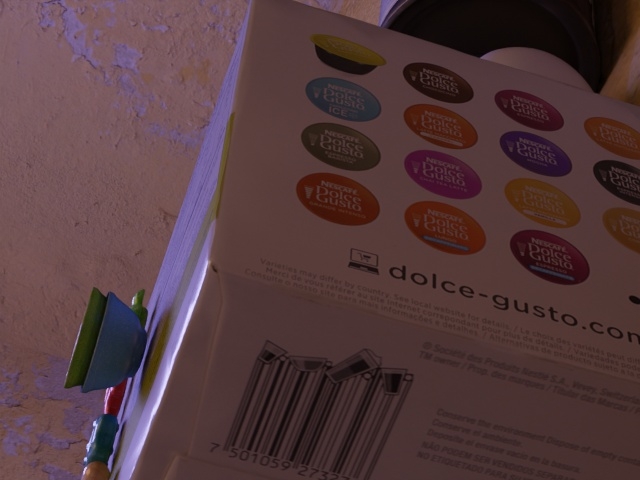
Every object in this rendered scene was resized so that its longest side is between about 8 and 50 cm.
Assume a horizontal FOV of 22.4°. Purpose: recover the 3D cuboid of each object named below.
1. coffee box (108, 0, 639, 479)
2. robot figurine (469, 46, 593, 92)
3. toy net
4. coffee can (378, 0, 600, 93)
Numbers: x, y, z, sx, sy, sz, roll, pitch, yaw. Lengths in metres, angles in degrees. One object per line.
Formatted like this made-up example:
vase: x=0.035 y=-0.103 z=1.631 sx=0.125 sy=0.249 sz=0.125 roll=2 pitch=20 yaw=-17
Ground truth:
coffee box: x=0.053 y=0.088 z=1.099 sx=0.334 sy=0.338 sz=0.338 roll=-86 pitch=15 yaw=-55
robot figurine: x=0.110 y=-0.058 z=1.360 sx=0.278 sy=0.173 sz=0.209 roll=-15 pitch=37 yaw=41
toy net: x=-0.162 y=0.144 z=1.070 sx=0.122 sy=0.045 sz=0.232 roll=-150 pitch=76 yaw=-81
coffee can: x=0.156 y=-0.238 z=1.522 sx=0.275 sy=0.202 sz=0.201 roll=-83 pitch=14 yaw=-47
